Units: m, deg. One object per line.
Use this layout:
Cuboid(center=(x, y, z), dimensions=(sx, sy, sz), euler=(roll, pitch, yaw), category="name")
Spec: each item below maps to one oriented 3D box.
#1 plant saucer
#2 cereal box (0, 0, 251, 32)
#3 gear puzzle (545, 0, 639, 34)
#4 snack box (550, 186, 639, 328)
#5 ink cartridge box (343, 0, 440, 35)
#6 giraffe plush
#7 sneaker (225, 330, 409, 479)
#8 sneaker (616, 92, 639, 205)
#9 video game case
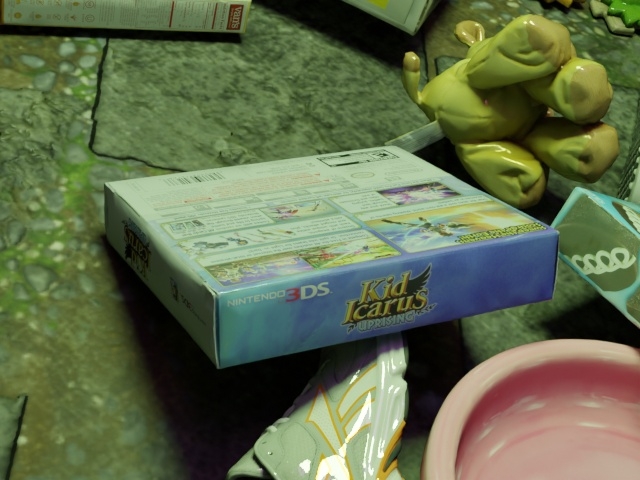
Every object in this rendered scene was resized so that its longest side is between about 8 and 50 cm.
Cuboid(center=(0.221, 0.212, 0.810), dimensions=(0.332, 0.084, 0.332), euler=(11, 39, -9), category="plant saucer")
Cuboid(center=(-0.201, -0.275, 1.182), dimensions=(0.240, 0.047, 0.173), euler=(-2, 44, -18), category="cereal box")
Cuboid(center=(0.392, -0.304, 1.401), dimensions=(0.339, 0.044, 0.175), euler=(4, 46, -13), category="gear puzzle")
Cuboid(center=(0.339, 0.080, 0.918), dimensions=(0.187, 0.060, 0.322), euler=(11, 28, -44), category="snack box")
Cuboid(center=(0.018, -0.363, 1.291), dimensions=(0.307, 0.072, 0.303), euler=(29, 38, 4), category="ink cartridge box")
Cuboid(center=(0.182, -0.141, 1.125), dimensions=(0.210, 0.181, 0.170), euler=(-4, 26, 27), category="giraffe plush")
Cuboid(center=(-0.003, 0.138, 0.822), dimensions=(0.121, 0.099, 0.262), euler=(6, 45, -6), category="sneaker")
Cuboid(center=(0.371, -0.114, 1.156), dimensions=(0.128, 0.126, 0.321), euler=(19, 43, 9), category="sneaker")
Cuboid(center=(0.000, 0.000, 0.907), dimensions=(0.270, 0.061, 0.244), euler=(-9, 22, -24), category="video game case")
